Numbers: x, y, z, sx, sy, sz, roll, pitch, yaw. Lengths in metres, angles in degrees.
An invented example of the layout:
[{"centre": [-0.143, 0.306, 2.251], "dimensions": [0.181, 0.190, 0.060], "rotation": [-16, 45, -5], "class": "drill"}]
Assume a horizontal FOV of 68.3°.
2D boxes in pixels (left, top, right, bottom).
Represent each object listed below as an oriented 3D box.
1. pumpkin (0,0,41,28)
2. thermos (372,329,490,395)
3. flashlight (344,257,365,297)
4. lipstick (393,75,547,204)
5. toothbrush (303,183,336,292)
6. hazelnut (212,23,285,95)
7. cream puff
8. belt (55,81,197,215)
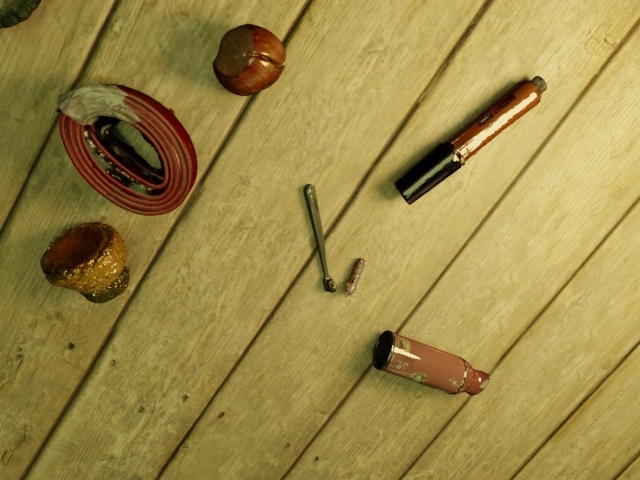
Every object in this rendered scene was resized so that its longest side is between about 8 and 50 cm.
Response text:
[{"centre": [-0.641, -0.520, 0.863], "dimensions": [0.250, 0.216, 0.250], "rotation": [-14, 112, -36], "class": "pumpkin"}, {"centre": [0.310, 0.366, 1.317], "dimensions": [0.330, 0.109, 0.136], "rotation": [22, 105, -13], "class": "thermos"}, {"centre": [0.088, 0.097, 1.242], "dimensions": [0.031, 0.052, 0.110], "rotation": [25, 101, 23], "class": "flashlight"}, {"centre": [0.357, -0.239, 1.129], "dimensions": [0.418, 0.077, 0.077], "rotation": [-39, 108, 6], "class": "lipstick"}, {"centre": [0.000, 0.000, 1.201], "dimensions": [0.030, 0.030, 0.297], "rotation": [-22, 111, -26], "class": "toothbrush"}, {"centre": [-0.150, -0.379, 1.005], "dimensions": [0.143, 0.143, 0.154], "rotation": [41, 108, -17], "class": "hazelnut"}, {"centre": [-0.533, 0.070, 1.115], "dimensions": [0.183, 0.183, 0.169], "rotation": [-15, 136, -1], "class": "cream puff"}, {"centre": [-0.416, -0.209, 1.040], "dimensions": [0.227, 0.115, 0.324], "rotation": [-37, 111, 5], "class": "belt"}]
